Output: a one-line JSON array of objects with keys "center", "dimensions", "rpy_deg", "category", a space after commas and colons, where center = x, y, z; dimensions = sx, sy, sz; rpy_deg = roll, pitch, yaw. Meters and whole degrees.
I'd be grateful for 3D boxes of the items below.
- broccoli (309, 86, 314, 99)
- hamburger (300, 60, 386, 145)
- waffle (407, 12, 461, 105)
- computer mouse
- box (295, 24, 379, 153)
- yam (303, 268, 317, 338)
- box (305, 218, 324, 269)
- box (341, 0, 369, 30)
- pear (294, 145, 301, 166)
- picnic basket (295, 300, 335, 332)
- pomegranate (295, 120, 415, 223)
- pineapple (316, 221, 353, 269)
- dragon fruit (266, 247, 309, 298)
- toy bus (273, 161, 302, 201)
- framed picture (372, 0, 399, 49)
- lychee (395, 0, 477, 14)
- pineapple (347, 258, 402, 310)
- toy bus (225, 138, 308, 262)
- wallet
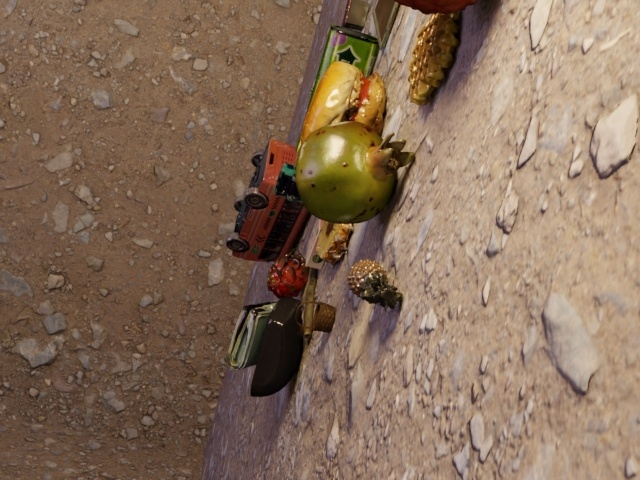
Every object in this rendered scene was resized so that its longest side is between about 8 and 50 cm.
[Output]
[{"center": [0.034, -0.397, 2.221], "dimensions": [0.204, 0.118, 0.123], "rpy_deg": [26, -113, -84], "category": "broccoli"}, {"center": [0.049, -0.279, 1.716], "dimensions": [0.244, 0.162, 0.245], "rpy_deg": [-167, 90, -82], "category": "hamburger"}, {"center": [0.192, -0.321, 1.323], "dimensions": [0.191, 0.038, 0.191], "rpy_deg": [-167, 90, -80], "category": "waffle"}, {"center": [-0.099, 0.284, 1.958], "dimensions": [0.170, 0.100, 0.269], "rpy_deg": [-65, -9, -69], "category": "computer mouse"}, {"center": [0.042, -0.373, 1.986], "dimensions": [0.097, 0.134, 0.346], "rpy_deg": [-92, 18, -65], "category": "box"}, {"center": [-0.025, 0.155, 1.972], "dimensions": [0.027, 0.029, 0.234], "rpy_deg": [-35, 33, 34], "category": "yam"}, {"center": [0.000, 0.000, 1.972], "dimensions": [0.089, 0.043, 0.125], "rpy_deg": [-88, 15, -51], "category": "box"}, {"center": [0.103, -0.662, 2.246], "dimensions": [0.060, 0.063, 0.085], "rpy_deg": [179, 103, -82], "category": "box"}, {"center": [0.004, -0.186, 1.926], "dimensions": [0.167, 0.136, 0.167], "rpy_deg": [176, 90, -88], "category": "pear"}, {"center": [-0.014, 0.165, 1.697], "dimensions": [0.072, 0.083, 0.072], "rpy_deg": [-167, 90, -80], "category": "picnic basket"}, {"center": [0.052, -0.133, 1.404], "dimensions": [0.246, 0.198, 0.198], "rpy_deg": [130, 152, -69], "category": "pomegranate"}, {"center": [0.039, -0.034, 1.790], "dimensions": [0.221, 0.047, 0.221], "rpy_deg": [-166, 90, -79], "category": "pineapple"}, {"center": [-0.093, 0.097, 2.176], "dimensions": [0.142, 0.121, 0.130], "rpy_deg": [-45, 56, 21], "category": "dragon fruit"}, {"center": [-0.041, -0.149, 2.072], "dimensions": [0.092, 0.160, 0.079], "rpy_deg": [-88, 15, -58], "category": "toy bus"}, {"center": [0.176, -0.614, 1.892], "dimensions": [0.273, 0.016, 0.217], "rpy_deg": [-90, 18, -54], "category": "framed picture"}, {"center": [0.157, -0.481, 1.112], "dimensions": [0.255, 0.300, 0.255], "rpy_deg": [-32, 12, 7], "category": "lychee"}, {"center": [0.090, 0.076, 1.272], "dimensions": [0.159, 0.074, 0.074], "rpy_deg": [-133, 57, -75], "category": "pineapple"}, {"center": [-0.152, -0.111, 2.481], "dimensions": [0.427, 0.232, 0.203], "rpy_deg": [118, 163, -50], "category": "toy bus"}, {"center": [-0.153, 0.253, 2.079], "dimensions": [0.250, 0.075, 0.176], "rpy_deg": [1, -72, -66], "category": "wallet"}]
